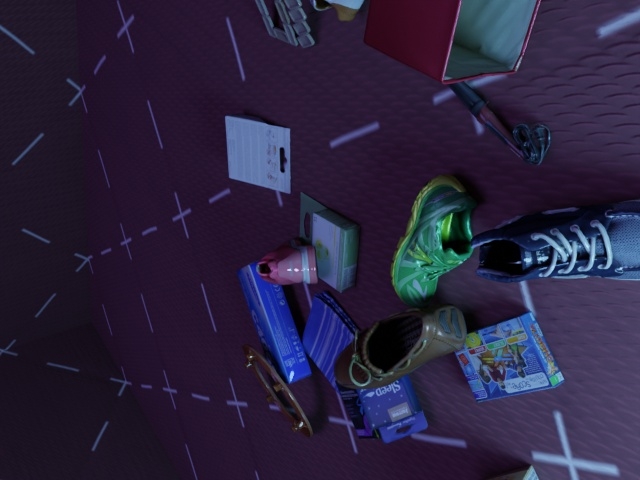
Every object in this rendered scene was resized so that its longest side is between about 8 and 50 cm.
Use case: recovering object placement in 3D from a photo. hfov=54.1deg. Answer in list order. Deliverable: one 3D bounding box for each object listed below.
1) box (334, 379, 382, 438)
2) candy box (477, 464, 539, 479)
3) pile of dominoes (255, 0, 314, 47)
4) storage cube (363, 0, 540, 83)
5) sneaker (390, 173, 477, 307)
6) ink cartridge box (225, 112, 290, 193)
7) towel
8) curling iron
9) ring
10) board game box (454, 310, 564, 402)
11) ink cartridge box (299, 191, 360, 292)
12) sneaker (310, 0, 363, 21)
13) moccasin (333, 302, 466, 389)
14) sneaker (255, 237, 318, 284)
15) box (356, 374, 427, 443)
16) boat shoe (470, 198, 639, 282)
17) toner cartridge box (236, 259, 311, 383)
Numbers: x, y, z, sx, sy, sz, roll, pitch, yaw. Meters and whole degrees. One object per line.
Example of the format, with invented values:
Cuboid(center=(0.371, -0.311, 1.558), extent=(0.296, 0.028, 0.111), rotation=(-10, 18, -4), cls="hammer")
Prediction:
Cuboid(center=(0.103, 0.413, 1.562), extent=(0.116, 0.029, 0.162), rotation=(-30, 82, 56), cls="box")
Cuboid(center=(0.382, 0.614, 1.194), extent=(0.182, 0.087, 0.317), rotation=(-29, 80, 28), cls="candy box")
Cuboid(center=(-0.089, -0.549, 1.392), extent=(0.196, 0.040, 0.251), rotation=(36, 161, 39), cls="pile of dominoes")
Cuboid(center=(0.207, -0.377, 0.976), extent=(0.193, 0.183, 0.215), rotation=(41, 136, 40), cls="storage cube")
Cuboid(center=(0.218, 0.022, 1.201), extent=(0.123, 0.109, 0.296), rotation=(44, 137, 41), cls="sneaker")
Cuboid(center=(-0.156, -0.237, 1.690), extent=(0.224, 0.056, 0.181), rotation=(16, 118, 30), cls="ink cartridge box")
Cuboid(center=(0.064, 0.318, 1.614), extent=(0.336, 0.040, 0.243), rotation=(48, 140, 31), cls="towel")
Cuboid(center=(0.285, -0.227, 1.063), extent=(0.274, 0.035, 0.068), rotation=(51, 136, 28), cls="curling iron")
Cuboid(center=(-0.137, 0.452, 1.863), extent=(0.336, 0.032, 0.337), rotation=(47, 158, 25), cls="ring")
Cuboid(center=(0.343, 0.223, 1.180), extent=(0.201, 0.035, 0.136), rotation=(-35, 75, 55), cls="board game box")
Cuboid(center=(0.000, 0.000, 1.553), extent=(0.235, 0.056, 0.171), rotation=(32, 129, 42), cls="ink cartridge box")
Cuboid(center=(-0.019, -0.552, 1.285), extent=(0.290, 0.105, 0.123), rotation=(51, 138, 27), cls="sneaker")
Cuboid(center=(0.133, 0.232, 1.314), extent=(0.380, 0.146, 0.139), rotation=(-32, 58, 53), cls="moccasin")
Cuboid(center=(-0.104, 0.054, 1.597), extent=(0.314, 0.136, 0.116), rotation=(176, 89, -75), cls="sneaker")
Cuboid(center=(0.148, 0.344, 1.448), extent=(0.136, 0.036, 0.226), rotation=(-34, 69, 33), cls="box")
Cuboid(center=(0.382, 0.015, 0.921), extent=(0.340, 0.158, 0.127), rotation=(-7, 99, 56), cls="boat shoe")
Cuboid(center=(-0.137, 0.232, 1.802), extent=(0.165, 0.075, 0.348), rotation=(-27, 81, 67), cls="toner cartridge box")
